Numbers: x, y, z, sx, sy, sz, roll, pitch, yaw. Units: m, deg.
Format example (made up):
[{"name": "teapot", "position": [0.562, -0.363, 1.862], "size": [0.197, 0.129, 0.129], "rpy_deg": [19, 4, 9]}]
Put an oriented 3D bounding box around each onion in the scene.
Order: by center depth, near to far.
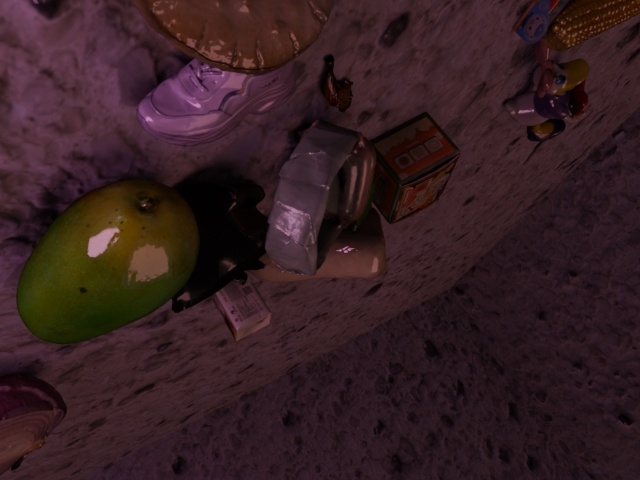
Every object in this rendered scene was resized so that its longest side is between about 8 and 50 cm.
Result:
[{"name": "onion", "position": [-0.714, 0.376, 1.094], "size": [0.267, 0.159, 0.349], "rpy_deg": [-44, 162, -8]}]

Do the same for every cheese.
[{"name": "cheese", "position": [0.000, 0.000, 1.349], "size": [0.350, 0.130, 0.328], "rpy_deg": [-3, -161, 13]}]

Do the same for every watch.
[{"name": "watch", "position": [-0.015, -0.069, 0.984], "size": [0.241, 0.161, 0.253], "rpy_deg": [-52, 155, -49]}]

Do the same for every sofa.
[{"name": "sofa", "position": [-0.218, -0.009, 1.038], "size": [0.258, 0.182, 0.200], "rpy_deg": [-39, 177, 14]}]

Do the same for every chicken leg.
[{"name": "chicken leg", "position": [0.030, -0.270, 0.943], "size": [0.062, 0.037, 0.145], "rpy_deg": [-59, 157, 3]}]

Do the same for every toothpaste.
[{"name": "toothpaste", "position": [0.483, -0.491, 1.080], "size": [0.044, 0.070, 0.193], "rpy_deg": [-16, 154, -36]}]

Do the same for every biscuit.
[{"name": "biscuit", "position": [-0.085, -0.275, 0.645], "size": [0.289, 0.038, 0.141], "rpy_deg": [-22, 116, -31]}]

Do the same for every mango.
[{"name": "mango", "position": [-0.343, 0.048, 0.859], "size": [0.382, 0.201, 0.225], "rpy_deg": [-41, 168, 27]}]

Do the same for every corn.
[{"name": "corn", "position": [0.643, -0.533, 1.168], "size": [0.363, 0.120, 0.120], "rpy_deg": [-29, 160, -8]}]

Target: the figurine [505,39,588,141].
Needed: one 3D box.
[{"name": "figurine", "position": [0.595, -0.386, 1.400], "size": [0.193, 0.154, 0.421], "rpy_deg": [0, 171, 9]}]

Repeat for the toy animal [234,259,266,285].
[{"name": "toy animal", "position": [-0.213, 0.064, 1.240], "size": [0.107, 0.062, 0.220], "rpy_deg": [21, 155, -35]}]

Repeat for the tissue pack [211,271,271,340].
[{"name": "tissue pack", "position": [-0.213, 0.170, 1.403], "size": [0.106, 0.149, 0.099], "rpy_deg": [-25, 158, -23]}]

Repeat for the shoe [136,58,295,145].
[{"name": "shoe", "position": [-0.135, -0.224, 0.724], "size": [0.245, 0.095, 0.138], "rpy_deg": [-29, 156, -24]}]

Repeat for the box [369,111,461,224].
[{"name": "box", "position": [0.214, -0.168, 1.292], "size": [0.177, 0.148, 0.195], "rpy_deg": [-30, 160, -14]}]

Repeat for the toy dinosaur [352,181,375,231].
[{"name": "toy dinosaur", "position": [0.023, -0.100, 1.194], "size": [0.194, 0.177, 0.152], "rpy_deg": [-59, 165, -13]}]
